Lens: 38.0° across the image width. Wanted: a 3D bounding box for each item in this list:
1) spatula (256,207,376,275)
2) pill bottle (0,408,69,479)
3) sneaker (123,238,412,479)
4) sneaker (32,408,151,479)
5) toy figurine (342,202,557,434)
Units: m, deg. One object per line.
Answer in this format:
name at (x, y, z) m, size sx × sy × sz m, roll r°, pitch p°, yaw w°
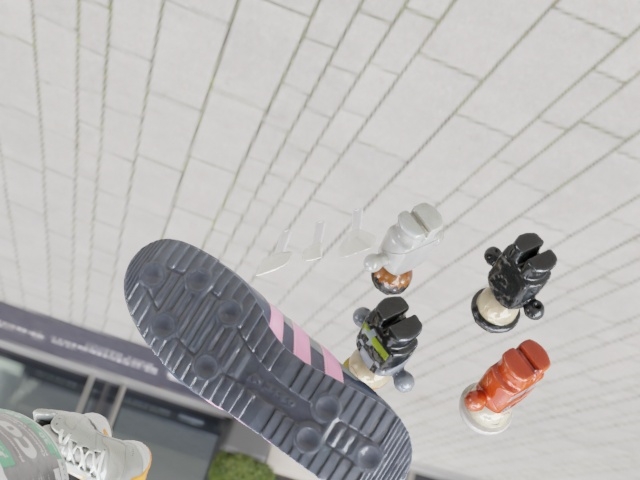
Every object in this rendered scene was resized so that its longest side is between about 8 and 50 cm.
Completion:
spatula at (0.000, 0.000, 1.363) m, size 0.168 × 0.019 × 0.242 m, roll -18°, pitch -169°, yaw 8°
pill bottle at (-0.403, 0.281, 0.970) m, size 0.204 × 0.204 × 0.361 m, roll 17°, pitch 171°, yaw 1°
sneaker at (-0.053, 0.124, 0.886) m, size 0.319 × 0.112 × 0.131 m, roll 42°, pitch 176°, yaw 8°
sneaker at (-0.337, 0.304, 1.311) m, size 0.121 × 0.099 × 0.262 m, roll 24°, pitch 172°, yaw -35°
toy figurine at (0.138, 0.085, 1.000) m, size 0.209 × 0.213 × 0.148 m, roll 15°, pitch 144°, yaw -4°
